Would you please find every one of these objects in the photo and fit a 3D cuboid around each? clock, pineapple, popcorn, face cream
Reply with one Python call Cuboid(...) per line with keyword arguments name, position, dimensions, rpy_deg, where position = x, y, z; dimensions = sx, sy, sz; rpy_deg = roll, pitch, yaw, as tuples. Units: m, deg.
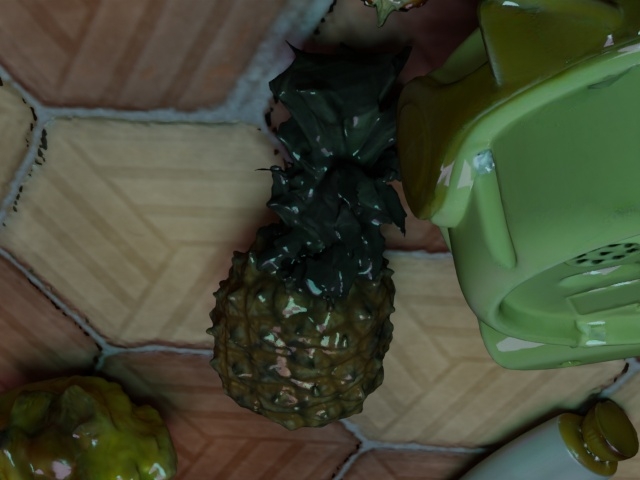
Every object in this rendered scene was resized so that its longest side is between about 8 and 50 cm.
Cuboid(name="clock", position=(0.182, -0.031, 0.474), dimensions=(0.286, 0.117, 0.348), rpy_deg=(-12, 160, 18))
Cuboid(name="pineapple", position=(0.000, -0.001, 0.620), dimensions=(0.128, 0.128, 0.248), rpy_deg=(10, 128, -2))
Cuboid(name="popcorn", position=(-0.197, 0.176, 0.787), dimensions=(0.167, 0.148, 0.152), rpy_deg=(-23, 160, -3))
Cuboid(name="face cream", position=(0.169, 0.188, 0.814), dimensions=(0.072, 0.051, 0.182), rpy_deg=(32, 129, -20))

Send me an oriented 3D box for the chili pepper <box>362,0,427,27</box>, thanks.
Cuboid(name="chili pepper", position=(0.050, -0.168, 0.494), dimensions=(0.045, 0.027, 0.178), rpy_deg=(7, 152, -7))
